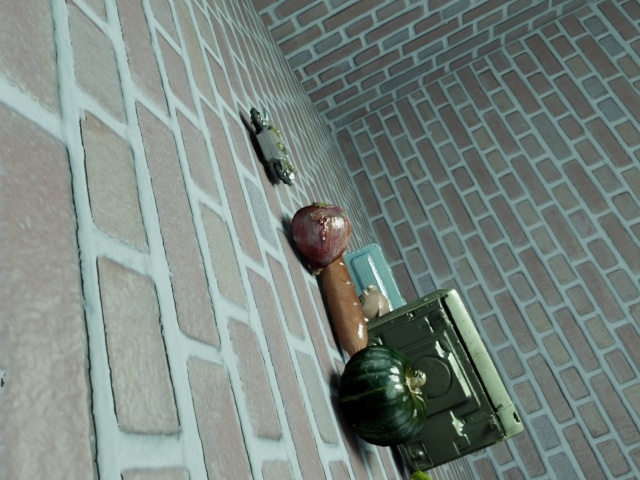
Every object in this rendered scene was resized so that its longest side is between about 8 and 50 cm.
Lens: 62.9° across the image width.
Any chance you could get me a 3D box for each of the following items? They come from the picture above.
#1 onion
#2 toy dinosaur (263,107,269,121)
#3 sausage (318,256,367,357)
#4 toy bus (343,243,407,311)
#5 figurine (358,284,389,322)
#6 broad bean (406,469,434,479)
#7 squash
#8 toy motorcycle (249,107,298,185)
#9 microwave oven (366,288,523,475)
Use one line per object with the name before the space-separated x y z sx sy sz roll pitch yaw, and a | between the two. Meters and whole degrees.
onion | 0.000 0.000 1.329 0.159 0.160 0.194 -76 170 -74
toy dinosaur | -0.149 -0.309 1.543 0.080 0.045 0.197 78 -3 -77
sausage | 0.043 0.118 1.379 0.088 0.088 0.433 51 17 -54
toy bus | 0.201 0.179 1.847 0.312 0.152 0.190 67 10 10
figurine | 0.159 0.219 1.657 0.125 0.125 0.138 53 29 -50
broad bean | 0.249 0.617 1.190 0.174 0.082 0.124 63 -31 24
squash | 0.133 0.326 1.105 0.218 0.173 0.218 4 85 -57
toy motorcycle | -0.128 -0.250 1.426 0.225 0.073 0.152 65 8 3
microwave oven | 0.300 0.362 1.403 0.394 0.333 0.247 65 7 7
